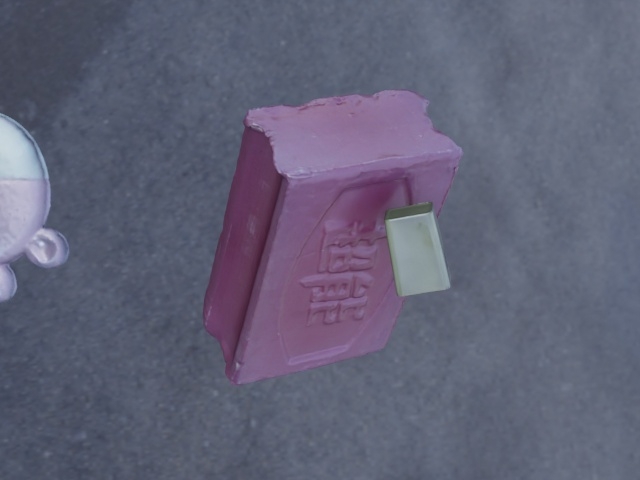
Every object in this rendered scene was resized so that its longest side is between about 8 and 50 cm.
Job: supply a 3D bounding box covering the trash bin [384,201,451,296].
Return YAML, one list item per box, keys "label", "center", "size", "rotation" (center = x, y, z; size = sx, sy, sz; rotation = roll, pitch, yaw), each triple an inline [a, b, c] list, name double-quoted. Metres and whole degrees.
- label: "trash bin"
  center: [0.105, 0.010, 1.313]
  size: [0.043, 0.060, 0.092]
  rotation: [-74, 152, -66]

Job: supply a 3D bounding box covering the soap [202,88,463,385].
- label: "soap"
  center: [0.000, 0.000, 1.412]
  size: [0.232, 0.360, 0.128]
  rotation: [-10, 50, -26]

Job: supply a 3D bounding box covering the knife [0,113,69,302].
- label: "knife"
  center: [-0.361, 0.040, 0.867]
  size: [0.132, 0.398, 0.038]
  rotation: [63, 10, 2]
